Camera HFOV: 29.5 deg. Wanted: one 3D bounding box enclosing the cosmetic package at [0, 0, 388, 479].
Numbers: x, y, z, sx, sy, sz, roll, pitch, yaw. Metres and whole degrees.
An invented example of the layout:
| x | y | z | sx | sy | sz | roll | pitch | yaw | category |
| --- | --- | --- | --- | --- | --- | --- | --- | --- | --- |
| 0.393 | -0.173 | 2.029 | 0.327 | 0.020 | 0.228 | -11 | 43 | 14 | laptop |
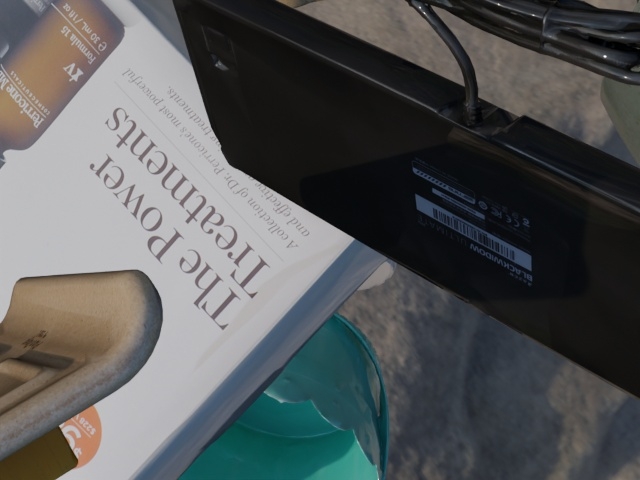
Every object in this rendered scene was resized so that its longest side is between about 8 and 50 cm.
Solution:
| x | y | z | sx | sy | sz | roll | pitch | yaw | category |
| --- | --- | --- | --- | --- | --- | --- | --- | --- | --- |
| -0.180 | -0.030 | 0.748 | 0.377 | 0.097 | 0.284 | 46 | 106 | 16 | cosmetic package |

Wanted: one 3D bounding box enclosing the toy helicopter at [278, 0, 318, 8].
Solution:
| x | y | z | sx | sy | sz | roll | pitch | yaw | category |
| --- | --- | --- | --- | --- | --- | --- | --- | --- | --- |
| 0.087 | -0.320 | 1.473 | 0.355 | 0.235 | 0.140 | -11 | 117 | -5 | toy helicopter |

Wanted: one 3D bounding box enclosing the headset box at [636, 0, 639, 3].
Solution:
| x | y | z | sx | sy | sz | roll | pitch | yaw | category |
| --- | --- | --- | --- | --- | --- | --- | --- | --- | --- |
| 0.399 | -0.270 | 1.333 | 0.083 | 0.062 | 0.032 | -34 | 141 | -7 | headset box |

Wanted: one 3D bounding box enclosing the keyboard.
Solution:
| x | y | z | sx | sy | sz | roll | pitch | yaw | category |
| --- | --- | --- | --- | --- | --- | --- | --- | --- | --- |
| 0.062 | -0.036 | 0.451 | 0.033 | 0.317 | 0.201 | -46 | 148 | -24 | keyboard |

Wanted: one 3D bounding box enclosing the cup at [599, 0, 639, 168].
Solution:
| x | y | z | sx | sy | sz | roll | pitch | yaw | category |
| --- | --- | --- | --- | --- | --- | --- | --- | --- | --- |
| 0.350 | -0.121 | 0.888 | 0.237 | 0.331 | 0.331 | 33 | 97 | 16 | cup |

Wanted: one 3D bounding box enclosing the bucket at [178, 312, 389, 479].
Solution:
| x | y | z | sx | sy | sz | roll | pitch | yaw | category |
| --- | --- | --- | --- | --- | --- | --- | --- | --- | --- |
| -0.055 | 0.207 | 1.398 | 0.281 | 0.183 | 0.281 | 5 | 128 | 6 | bucket |

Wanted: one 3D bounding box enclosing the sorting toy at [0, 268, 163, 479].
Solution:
| x | y | z | sx | sy | sz | roll | pitch | yaw | category |
| --- | --- | --- | --- | --- | --- | --- | --- | --- | --- |
| -0.150 | 0.081 | 0.363 | 0.208 | 0.193 | 0.038 | -36 | 102 | -21 | sorting toy |

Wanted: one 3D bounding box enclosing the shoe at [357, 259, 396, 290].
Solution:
| x | y | z | sx | sy | sz | roll | pitch | yaw | category |
| --- | --- | --- | --- | --- | --- | --- | --- | --- | --- |
| 0.000 | 0.000 | 1.100 | 0.063 | 0.178 | 0.081 | 38 | 56 | -36 | shoe |
